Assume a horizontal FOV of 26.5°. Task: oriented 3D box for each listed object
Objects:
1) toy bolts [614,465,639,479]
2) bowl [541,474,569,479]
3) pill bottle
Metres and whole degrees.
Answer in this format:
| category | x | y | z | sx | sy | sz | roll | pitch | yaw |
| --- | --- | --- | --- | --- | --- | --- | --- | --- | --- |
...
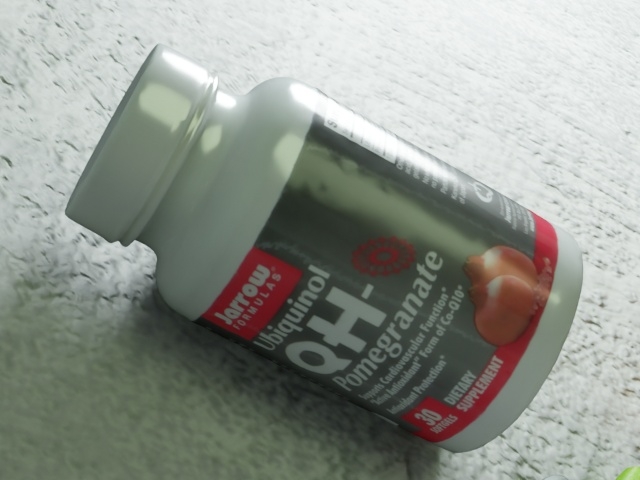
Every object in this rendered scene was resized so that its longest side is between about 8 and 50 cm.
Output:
| category | x | y | z | sx | sy | sz | roll | pitch | yaw |
| --- | --- | --- | --- | --- | --- | --- | --- | --- | --- |
| toy bolts | 0.360 | 0.156 | 1.013 | 0.158 | 0.228 | 0.218 | 45 | 28 | 12 |
| bowl | 0.070 | 0.268 | 0.658 | 0.298 | 0.134 | 0.297 | -7 | 90 | -73 |
| pill bottle | 0.000 | 0.000 | 0.914 | 0.319 | 0.176 | 0.176 | 28 | 36 | -12 |
